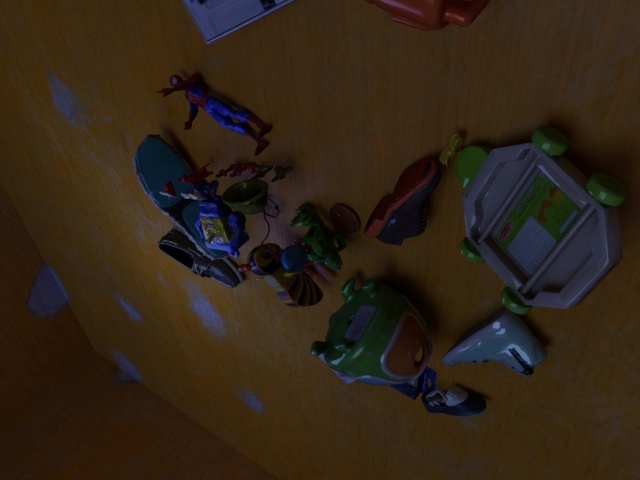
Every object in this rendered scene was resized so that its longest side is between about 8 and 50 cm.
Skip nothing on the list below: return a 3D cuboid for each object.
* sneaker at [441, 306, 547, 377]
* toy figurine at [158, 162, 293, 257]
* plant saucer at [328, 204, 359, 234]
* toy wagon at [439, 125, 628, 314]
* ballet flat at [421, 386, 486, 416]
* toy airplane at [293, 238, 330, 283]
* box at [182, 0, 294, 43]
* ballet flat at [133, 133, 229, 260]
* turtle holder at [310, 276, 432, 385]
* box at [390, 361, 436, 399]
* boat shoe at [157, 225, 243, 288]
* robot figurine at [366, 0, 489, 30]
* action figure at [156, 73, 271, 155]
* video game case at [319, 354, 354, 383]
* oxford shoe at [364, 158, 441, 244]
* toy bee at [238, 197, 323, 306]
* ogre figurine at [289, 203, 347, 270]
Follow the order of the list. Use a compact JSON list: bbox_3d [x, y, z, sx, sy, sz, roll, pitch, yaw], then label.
[{"bbox_3d":[0.379,0.260,1.295,0.151,0.094,0.256,47,144,7],"label":"sneaker"},{"bbox_3d":[-0.211,-0.058,1.458,0.363,0.191,0.217,7,122,39],"label":"toy figurine"},{"bbox_3d":[0.056,-0.050,1.376,0.084,0.013,0.083,27,141,24],"label":"plant saucer"},{"bbox_3d":[0.329,-0.056,0.973,0.344,0.068,0.267,56,140,33],"label":"toy wagon"},{"bbox_3d":[0.337,0.417,1.534,0.074,0.074,0.203,52,147,-11],"label":"ballet flat"},{"bbox_3d":[-0.025,0.062,1.563,0.151,0.028,0.151,30,140,29],"label":"toy airplane"},{"bbox_3d":[-0.141,-0.483,1.056,0.290,0.087,0.169,-2,125,46],"label":"box"},{"bbox_3d":[-0.393,-0.113,1.676,0.147,0.147,0.408,-7,121,49],"label":"ballet flat"},{"bbox_3d":[0.121,0.246,1.428,0.227,0.243,0.320,33,138,-13],"label":"turtle holder"},{"bbox_3d":[0.209,0.361,1.634,0.225,0.036,0.136,23,141,26],"label":"box"},{"bbox_3d":[-0.384,0.068,1.880,0.305,0.091,0.109,34,144,15],"label":"boat shoe"},{"bbox_3d":[0.135,-0.386,0.843,0.219,0.158,0.128,30,103,20],"label":"robot figurine"},{"bbox_3d":[-0.264,-0.287,1.353,0.280,0.139,0.091,38,144,13],"label":"action figure"},{"bbox_3d":[0.068,0.371,1.801,0.143,0.019,0.157,44,146,0],"label":"video game case"},{"bbox_3d":[0.183,-0.070,1.176,0.098,0.096,0.271,27,152,-6],"label":"oxford shoe"},{"bbox_3d":[-0.129,0.068,1.524,0.298,0.162,0.195,50,147,7],"label":"toy bee"},{"bbox_3d":[0.000,0.000,1.386,0.118,0.097,0.197,50,170,-33],"label":"ogre figurine"}]
